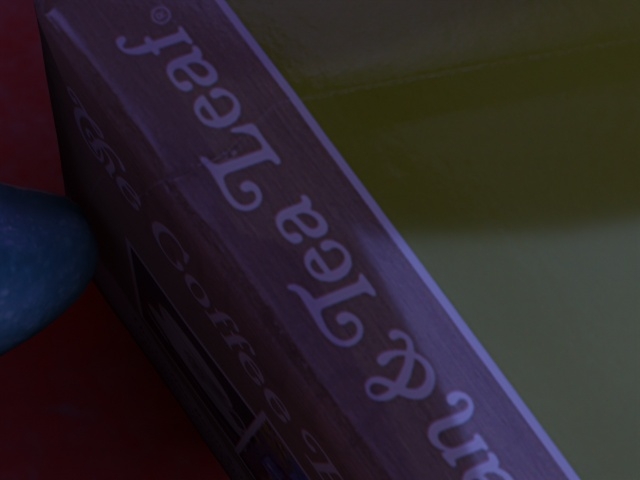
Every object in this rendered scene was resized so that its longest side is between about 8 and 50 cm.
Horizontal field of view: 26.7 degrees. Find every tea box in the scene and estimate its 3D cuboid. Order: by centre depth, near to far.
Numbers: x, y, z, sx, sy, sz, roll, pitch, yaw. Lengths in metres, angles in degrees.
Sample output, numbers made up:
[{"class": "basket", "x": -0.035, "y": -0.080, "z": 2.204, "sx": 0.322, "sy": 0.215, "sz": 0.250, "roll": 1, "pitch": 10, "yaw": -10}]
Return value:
[{"class": "tea box", "x": 0.131, "y": 0.014, "z": 0.444, "sx": 0.323, "sy": 0.220, "sz": 0.329, "roll": -33, "pitch": 81, "yaw": -16}]

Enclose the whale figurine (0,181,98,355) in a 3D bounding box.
[{"class": "whale figurine", "x": -0.159, "y": 0.095, "z": 0.357, "sx": 0.272, "sy": 0.141, "sz": 0.216, "roll": -52, "pitch": 133, "yaw": 1}]
